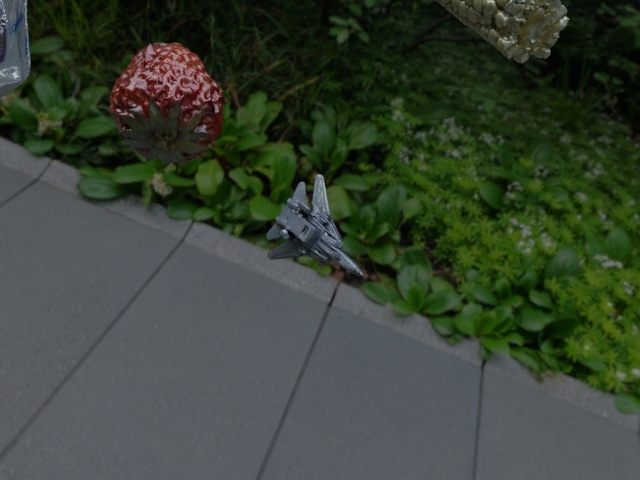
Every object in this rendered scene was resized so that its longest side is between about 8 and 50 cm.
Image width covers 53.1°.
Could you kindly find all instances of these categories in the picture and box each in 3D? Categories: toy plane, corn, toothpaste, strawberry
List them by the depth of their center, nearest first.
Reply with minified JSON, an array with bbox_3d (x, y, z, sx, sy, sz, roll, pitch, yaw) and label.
[{"bbox_3d":[-0.353,-0.129,0.569,0.073,0.299,0.114,25,49,-56],"label":"toothpaste"},{"bbox_3d":[0.135,-0.252,0.597,0.087,0.087,0.211,-17,59,-41],"label":"corn"},{"bbox_3d":[-0.278,-0.274,1.174,0.205,0.205,0.244,8,55,-17],"label":"strawberry"},{"bbox_3d":[-0.008,-0.004,1.274,0.088,0.212,0.267,25,12,-40],"label":"toy plane"}]
